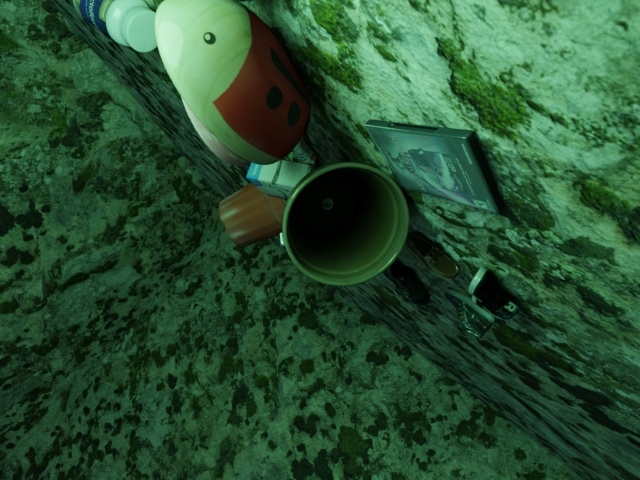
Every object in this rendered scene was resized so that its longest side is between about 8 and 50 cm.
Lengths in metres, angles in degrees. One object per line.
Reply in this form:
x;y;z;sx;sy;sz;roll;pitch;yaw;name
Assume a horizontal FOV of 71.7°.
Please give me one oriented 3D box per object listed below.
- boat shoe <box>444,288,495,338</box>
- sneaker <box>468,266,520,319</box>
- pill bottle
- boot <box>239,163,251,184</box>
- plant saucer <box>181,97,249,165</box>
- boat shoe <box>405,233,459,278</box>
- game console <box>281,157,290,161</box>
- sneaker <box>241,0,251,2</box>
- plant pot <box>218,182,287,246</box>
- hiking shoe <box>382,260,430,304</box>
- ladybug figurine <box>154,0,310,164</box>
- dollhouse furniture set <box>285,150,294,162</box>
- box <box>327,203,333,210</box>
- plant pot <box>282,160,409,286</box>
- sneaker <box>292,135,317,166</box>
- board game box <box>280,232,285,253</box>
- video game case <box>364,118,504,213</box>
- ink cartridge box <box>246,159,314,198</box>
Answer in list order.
0.464;0.234;1.435;0.183;0.083;0.065;36;168;27;boat shoe
0.458;0.142;1.147;0.121;0.079;0.217;32;174;29;sneaker
-0.615;-0.694;1.359;0.265;0.153;0.153;37;168;19;pill bottle
-0.314;-0.308;2.002;0.178;0.085;0.236;48;161;-20;boot
-0.223;-0.356;1.111;0.332;0.084;0.331;-15;-90;-70;plant saucer
0.316;0.044;1.261;0.178;0.064;0.060;41;171;18;boat shoe
-0.186;-0.299;1.590;0.144;0.085;0.124;42;167;3;game console
-0.134;-0.476;0.751;0.130;0.109;0.286;38;180;-40;sneaker
-0.221;-0.114;1.682;0.272;0.265;0.272;60;-166;-24;plant pot
0.316;0.156;1.632;0.227;0.086;0.114;42;172;4;hiking shoe
-0.146;-0.331;0.935;0.449;0.162;0.304;29;-131;-64;ladybug figurine
-0.106;-0.279;1.461;0.076;0.058;0.151;42;169;2;dollhouse furniture set
0.100;-0.084;1.494;0.137;0.027;0.094;38;150;-11;box
0.043;-0.071;1.225;0.323;0.323;0.280;46;-176;-20;plant pot
-0.043;-0.270;1.333;0.076;0.057;0.161;24;166;5;sneaker
0.000;0.000;1.676;0.193;0.306;0.053;119;146;-78;board game box
0.225;-0.157;0.905;0.274;0.026;0.196;26;161;51;video game case
-0.112;-0.194;1.434;0.203;0.085;0.148;15;168;22;ink cartridge box
